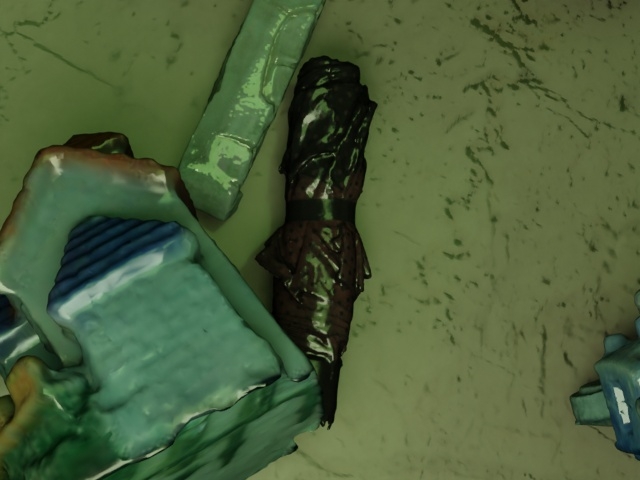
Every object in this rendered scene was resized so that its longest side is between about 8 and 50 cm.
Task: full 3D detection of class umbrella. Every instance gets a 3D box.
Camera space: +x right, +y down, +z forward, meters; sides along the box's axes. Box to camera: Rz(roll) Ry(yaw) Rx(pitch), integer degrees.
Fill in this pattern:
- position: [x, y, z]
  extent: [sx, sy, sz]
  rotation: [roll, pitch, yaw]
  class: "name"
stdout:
- position: [0.000, 0.000, 1.120]
  extent: [0.090, 0.094, 0.326]
  rotation: [1, 80, 16]
  class: "umbrella"

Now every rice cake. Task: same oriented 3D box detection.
- position: [-0.046, -0.177, 1.152]
  extent: [0.066, 0.063, 0.336]
  rotation: [21, 80, 1]
  class: "rice cake"

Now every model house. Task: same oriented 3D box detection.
- position: [-0.179, 0.051, 0.984]
  extent: [0.251, 0.295, 0.329]
  rotation: [-27, 71, -8]
  class: "model house"

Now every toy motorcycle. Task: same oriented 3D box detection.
- position: [0.339, 0.096, 1.059]
  extent: [0.241, 0.319, 0.182]
  rotation: [-40, 88, -6]
  class: "toy motorcycle"
